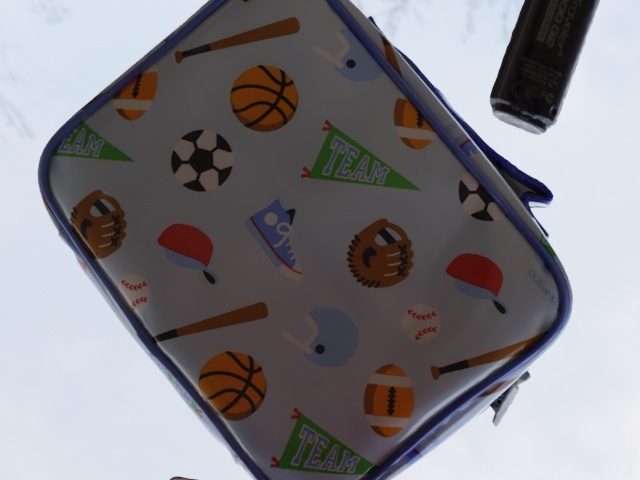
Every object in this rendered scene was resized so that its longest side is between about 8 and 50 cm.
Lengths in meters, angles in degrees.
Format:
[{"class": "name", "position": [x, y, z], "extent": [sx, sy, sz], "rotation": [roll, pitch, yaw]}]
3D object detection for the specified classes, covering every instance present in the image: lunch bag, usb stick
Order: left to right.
[{"class": "lunch bag", "position": [0.000, 0.000, 1.077], "extent": [0.243, 0.115, 0.303], "rotation": [-39, -96, 0]}, {"class": "usb stick", "position": [0.245, -0.243, 1.848], "extent": [0.077, 0.045, 0.278], "rotation": [23, -104, -11]}]

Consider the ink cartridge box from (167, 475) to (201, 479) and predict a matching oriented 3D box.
[{"class": "ink cartridge box", "position": [-0.034, 0.188, 0.959], "extent": [0.239, 0.275, 0.060], "rotation": [-46, -138, 33]}]
